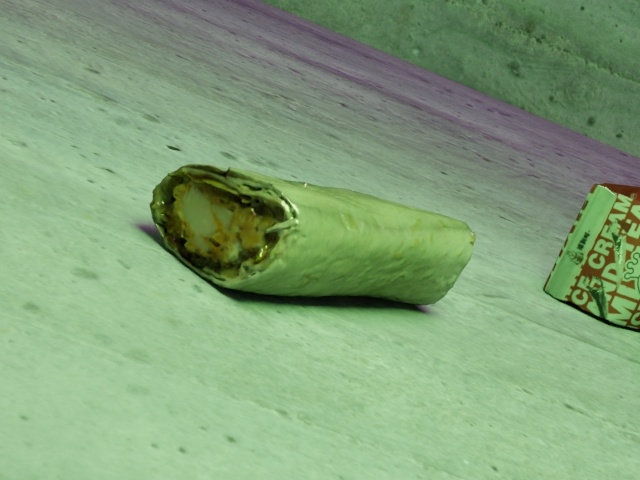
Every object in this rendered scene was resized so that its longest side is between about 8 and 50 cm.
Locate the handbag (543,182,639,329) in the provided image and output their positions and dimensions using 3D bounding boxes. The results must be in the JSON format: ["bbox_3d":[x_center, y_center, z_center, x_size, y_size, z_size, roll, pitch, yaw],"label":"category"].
[{"bbox_3d":[0.433,0.018,1.278,0.298,0.171,0.151,15,22,-26],"label":"handbag"}]

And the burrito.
[{"bbox_3d":[-0.002,-0.002,0.939,0.299,0.105,0.143,8,15,-35],"label":"burrito"}]
